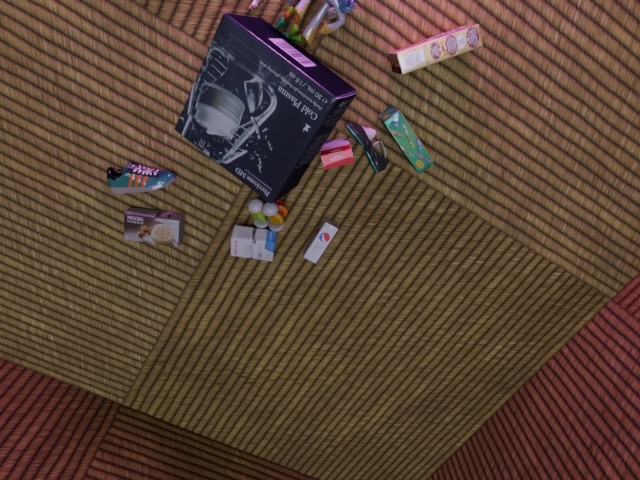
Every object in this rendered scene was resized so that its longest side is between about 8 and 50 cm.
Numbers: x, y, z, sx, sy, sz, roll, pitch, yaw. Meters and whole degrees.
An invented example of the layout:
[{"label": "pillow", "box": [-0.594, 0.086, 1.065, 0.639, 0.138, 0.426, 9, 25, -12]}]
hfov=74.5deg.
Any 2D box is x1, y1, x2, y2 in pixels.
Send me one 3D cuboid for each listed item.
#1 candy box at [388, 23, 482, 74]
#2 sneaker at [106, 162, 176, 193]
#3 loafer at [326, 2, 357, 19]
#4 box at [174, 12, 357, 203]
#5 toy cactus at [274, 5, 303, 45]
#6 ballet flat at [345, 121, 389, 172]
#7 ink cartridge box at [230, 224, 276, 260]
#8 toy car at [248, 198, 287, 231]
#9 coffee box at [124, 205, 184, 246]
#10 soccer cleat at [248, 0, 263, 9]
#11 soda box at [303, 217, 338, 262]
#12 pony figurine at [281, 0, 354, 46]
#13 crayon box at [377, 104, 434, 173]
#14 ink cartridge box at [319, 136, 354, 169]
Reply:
[{"label": "candy box", "box": [0.443, -0.748, 1.651, 0.316, 0.183, 0.087, -17, 115, 6]}, {"label": "sneaker", "box": [-0.799, -0.285, 1.860, 0.302, 0.108, 0.121, -7, 119, 3]}, {"label": "loafer", "box": [0.083, -0.899, 1.651, 0.125, 0.045, 0.039, -8, 131, 8]}, {"label": "box", "box": [-0.206, -0.490, 1.587, 0.480, 0.297, 0.472, 37, 121, 1]}, {"label": "toy cactus", "box": [-0.152, -0.808, 1.655, 0.180, 0.112, 0.219, 8, 113, 5]}, {"label": "ballet flat", "box": [0.214, -0.427, 1.848, 0.096, 0.095, 0.280, -37, 121, 4]}, {"label": "ink cartridge box", "box": [-0.317, 0.014, 1.998, 0.203, 0.086, 0.148, 9, 142, -6]}, {"label": "toy car", "box": [-0.235, -0.137, 1.933, 0.182, 0.136, 0.159, 13, 146, 22]}, {"label": "coffee box", "box": [-0.774, -0.066, 1.966, 0.246, 0.098, 0.141, 10, 114, -7]}, {"label": "soccer cleat", "box": [-0.250, -0.929, 1.631, 0.083, 0.029, 0.035, -36, 102, 10]}, {"label": "soda box", "box": [0.000, 0.000, 2.040, 0.074, 0.069, 0.216, 28, 110, -14]}, {"label": "pony figurine", "box": [0.027, -0.941, 1.501, 0.363, 0.303, 0.351, -41, 129, 0]}, {"label": "crayon box", "box": [0.363, -0.434, 1.802, 0.081, 0.165, 0.278, -35, 111, 13]}, {"label": "ink cartridge box", "box": [0.066, -0.367, 1.785, 0.134, 0.231, 0.078, -13, 114, 4]}]
